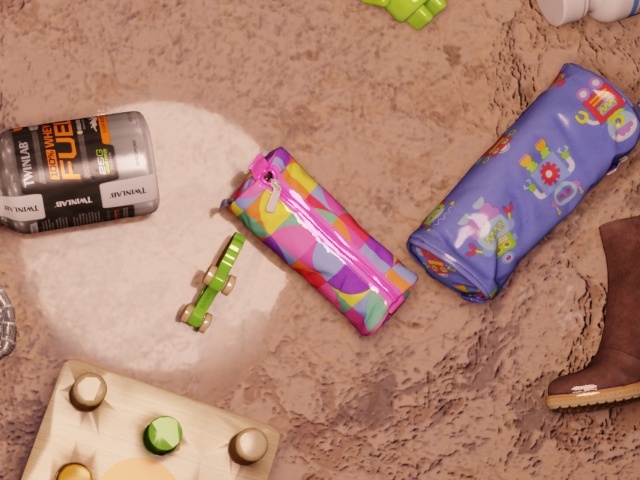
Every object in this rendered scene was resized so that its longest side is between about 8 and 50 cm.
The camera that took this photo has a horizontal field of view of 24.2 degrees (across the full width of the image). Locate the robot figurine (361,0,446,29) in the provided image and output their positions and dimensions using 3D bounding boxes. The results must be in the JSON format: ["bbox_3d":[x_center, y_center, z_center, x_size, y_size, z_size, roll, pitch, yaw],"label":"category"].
[{"bbox_3d":[0.091,-0.298,1.715,0.101,0.067,0.115,-43,94,-19],"label":"robot figurine"}]

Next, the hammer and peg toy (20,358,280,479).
[{"bbox_3d":[-0.146,0.306,1.595,0.361,0.127,0.266,21,73,-8],"label":"hammer and peg toy"}]

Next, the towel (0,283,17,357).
[{"bbox_3d":[-0.418,0.015,1.532,0.121,0.235,0.284,-34,94,-13],"label":"towel"}]

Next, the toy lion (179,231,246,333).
[{"bbox_3d":[-0.114,0.040,1.662,0.034,0.096,0.100,29,123,-7],"label":"toy lion"}]

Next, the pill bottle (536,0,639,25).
[{"bbox_3d":[0.362,-0.325,1.735,0.221,0.124,0.124,-18,90,-10],"label":"pill bottle"}]

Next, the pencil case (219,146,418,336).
[{"bbox_3d":[0.000,0.000,1.669,0.236,0.104,0.104,42,82,-7],"label":"pencil case"}]

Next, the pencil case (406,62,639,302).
[{"bbox_3d":[0.238,-0.061,1.704,0.133,0.119,0.306,46,81,-13],"label":"pencil case"}]

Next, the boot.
[{"bbox_3d":[0.355,0.082,1.749,0.248,0.090,0.207,-15,78,-9],"label":"boot"}]

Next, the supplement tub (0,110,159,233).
[{"bbox_3d":[-0.276,-0.072,1.618,0.190,0.117,0.117,-10,89,-10],"label":"supplement tub"}]
